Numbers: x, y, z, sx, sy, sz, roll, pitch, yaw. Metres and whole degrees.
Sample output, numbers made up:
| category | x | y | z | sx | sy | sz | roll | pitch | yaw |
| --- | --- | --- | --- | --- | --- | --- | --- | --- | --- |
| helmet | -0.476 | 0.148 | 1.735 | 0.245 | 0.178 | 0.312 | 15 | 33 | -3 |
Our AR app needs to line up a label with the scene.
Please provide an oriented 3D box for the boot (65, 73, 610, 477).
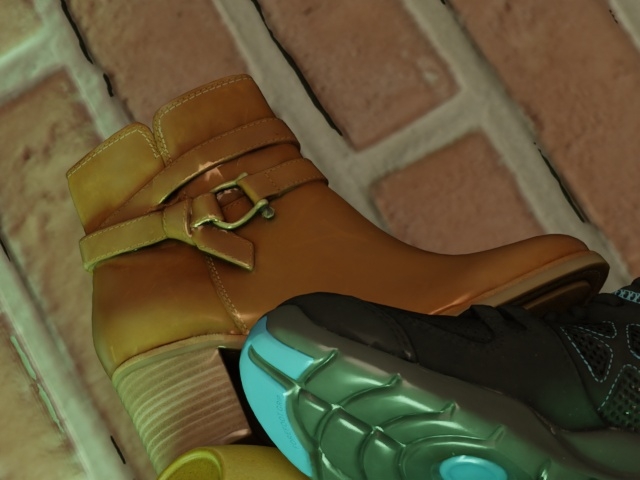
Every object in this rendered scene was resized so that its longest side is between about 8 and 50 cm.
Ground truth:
| category | x | y | z | sx | sy | sz | roll | pitch | yaw |
| --- | --- | --- | --- | --- | --- | --- | --- | --- | --- |
| boot | 0.000 | 0.000 | 1.135 | 0.283 | 0.109 | 0.220 | -26 | 62 | 8 |

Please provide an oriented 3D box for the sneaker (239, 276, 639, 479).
| category | x | y | z | sx | sy | sz | roll | pitch | yaw |
| --- | --- | --- | --- | --- | --- | --- | --- | --- | --- |
| sneaker | 0.121 | 0.085 | 1.020 | 0.340 | 0.125 | 0.140 | 20 | 56 | -15 |

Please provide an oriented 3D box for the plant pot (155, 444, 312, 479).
| category | x | y | z | sx | sy | sz | roll | pitch | yaw |
| --- | --- | --- | --- | --- | --- | --- | --- | --- | --- |
| plant pot | -0.040 | 0.158 | 1.036 | 0.134 | 0.095 | 0.134 | -33 | 36 | 28 |
